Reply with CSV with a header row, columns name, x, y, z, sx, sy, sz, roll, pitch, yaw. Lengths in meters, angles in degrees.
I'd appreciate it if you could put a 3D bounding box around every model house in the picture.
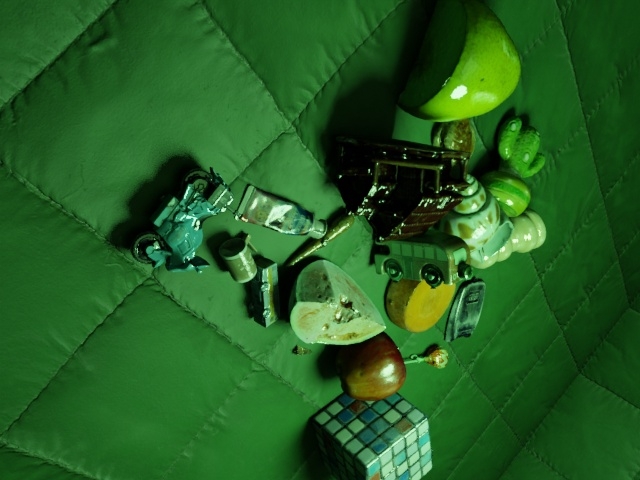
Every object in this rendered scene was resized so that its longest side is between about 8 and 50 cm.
name,x,y,z,sx,sy,sz,roll,pitch,yaw
model house,0.208,-0.126,1.689,0.317,0.297,0.283,-5,110,-41

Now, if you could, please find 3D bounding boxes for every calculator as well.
name,x,y,z,sx,sy,sz,roll,pitch,yaw
calculator,0.564,0.266,2.384,0.177,0.040,0.268,-5,111,-41

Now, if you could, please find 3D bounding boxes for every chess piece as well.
name,x,y,z,sx,sy,sz,roll,pitch,yaw
chess piece,0.657,0.004,2.255,0.299,0.167,0.167,-23,126,-21

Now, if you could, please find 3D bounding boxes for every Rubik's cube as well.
name,x,y,z,sx,sy,sz,roll,pitch,yaw
Rubik's cube,0.180,0.691,2.104,0.293,0.286,0.292,-32,129,-24

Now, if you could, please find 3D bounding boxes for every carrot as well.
name,x,y,z,sx,sy,sz,roll,pitch,yaw
carrot,0.350,0.200,2.123,0.258,0.100,0.307,-42,135,-11
carrot,0.000,0.000,1.761,0.254,0.049,0.049,-38,132,-13

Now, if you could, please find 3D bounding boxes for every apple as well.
name,x,y,z,sx,sy,sz,roll,pitch,yaw
apple,0.159,0.398,1.984,0.233,0.234,0.234,-19,124,-32

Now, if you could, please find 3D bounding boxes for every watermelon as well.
name,x,y,z,sx,sy,sz,roll,pitch,yaw
watermelon,0.013,0.191,1.802,0.175,0.188,0.321,-41,127,21

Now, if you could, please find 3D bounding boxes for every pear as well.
name,x,y,z,sx,sy,sz,roll,pitch,yaw
pear,0.427,-0.474,1.736,0.317,0.238,0.343,12,104,-35

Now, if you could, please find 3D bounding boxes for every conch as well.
name,x,y,z,sx,sy,sz,roll,pitch,yaw
conch,0.503,-0.066,2.014,0.249,0.197,0.368,-17,156,-4

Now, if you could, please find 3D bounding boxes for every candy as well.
name,x,y,z,sx,sy,sz,roll,pitch,yaw
candy,0.360,0.447,2.284,0.287,0.078,0.084,-3,97,-35

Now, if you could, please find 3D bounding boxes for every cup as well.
name,x,y,z,sx,sy,sz,roll,pitch,yaw
cup,-0.209,0.044,1.595,0.074,0.102,0.099,-11,130,9

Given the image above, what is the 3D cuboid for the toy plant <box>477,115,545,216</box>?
name,x,y,z,sx,sy,sz,roll,pitch,yaw
toy plant,0.663,-0.252,2.107,0.224,0.184,0.316,28,83,-27

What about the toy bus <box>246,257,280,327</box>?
name,x,y,z,sx,sy,sz,roll,pitch,yaw
toy bus,-0.154,0.141,1.690,0.075,0.064,0.191,-32,131,-40

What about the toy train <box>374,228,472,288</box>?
name,x,y,z,sx,sy,sz,roll,pitch,yaw
toy train,0.310,0.051,1.860,0.129,0.326,0.160,-20,108,-40

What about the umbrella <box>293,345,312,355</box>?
name,x,y,z,sx,sy,sz,roll,pitch,yaw
umbrella,-0.055,0.343,1.909,0.083,0.020,0.032,13,64,-44

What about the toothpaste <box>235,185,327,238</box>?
name,x,y,z,sx,sy,sz,roll,pitch,yaw
toothpaste,-0.098,-0.063,1.639,0.266,0.061,0.096,18,101,-38

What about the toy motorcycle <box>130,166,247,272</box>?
name,x,y,z,sx,sy,sz,roll,pitch,yaw
toy motorcycle,-0.298,-0.033,1.434,0.182,0.123,0.272,40,85,-34

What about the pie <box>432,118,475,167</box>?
name,x,y,z,sx,sy,sz,roll,pitch,yaw
pie,0.425,-0.311,1.930,0.163,0.079,0.194,-43,134,-19
